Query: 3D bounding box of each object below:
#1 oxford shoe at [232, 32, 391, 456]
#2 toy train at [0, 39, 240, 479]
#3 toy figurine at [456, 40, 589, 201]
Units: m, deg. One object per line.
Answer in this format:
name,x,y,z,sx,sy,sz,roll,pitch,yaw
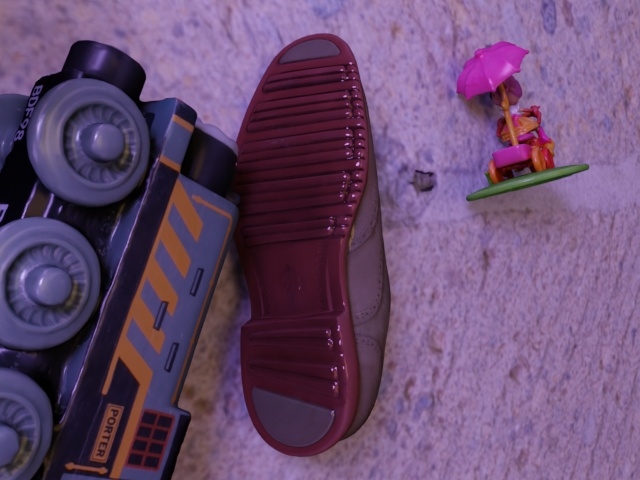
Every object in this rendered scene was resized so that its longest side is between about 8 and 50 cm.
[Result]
oxford shoe,0.000,0.000,0.614,0.130,0.123,0.348,13,79,-63
toy train,-0.159,0.043,0.466,0.190,0.142,0.333,30,69,-46
toy figurine,0.212,-0.136,0.768,0.173,0.130,0.159,-12,87,-58
